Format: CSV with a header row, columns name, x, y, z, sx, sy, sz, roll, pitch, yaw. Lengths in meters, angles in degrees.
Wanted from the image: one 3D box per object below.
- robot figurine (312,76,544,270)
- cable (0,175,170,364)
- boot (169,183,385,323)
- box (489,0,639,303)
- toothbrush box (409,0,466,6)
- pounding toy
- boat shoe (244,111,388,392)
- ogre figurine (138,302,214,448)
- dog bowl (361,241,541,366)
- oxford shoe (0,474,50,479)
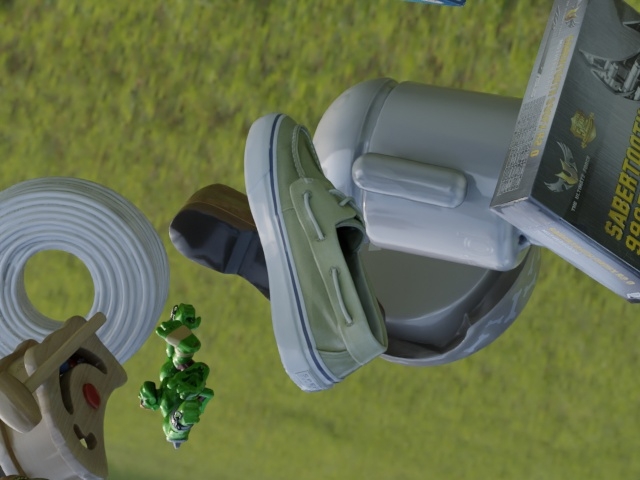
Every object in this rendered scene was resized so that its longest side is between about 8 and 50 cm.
name,x,y,z,sx,sy,sz,roll,pitch,yaw
robot figurine,0.137,-0.080,1.567,0.353,0.200,0.300,11,-174,20
cable,-0.316,0.050,1.627,0.257,0.257,0.089,52,-171,-7
boot,-0.041,0.021,1.753,0.305,0.115,0.112,32,123,-2
box,0.261,-0.087,1.192,0.183,0.231,0.056,32,154,-25
toothbrush box,-0.003,-0.328,1.147,0.295,0.216,0.126,17,-174,41
pounding toy,-0.248,0.167,1.387,0.154,0.154,0.269,-26,-173,13
boat shoe,0.000,0.000,1.274,0.094,0.302,0.109,-22,148,17
ogre figurine,-0.187,0.192,1.794,0.096,0.197,0.118,-8,136,-29
dog bowl,0.148,0.019,1.877,0.348,0.349,0.102,6,154,32
oxford shoe,-0.167,0.371,1.110,0.146,0.397,0.140,-23,168,9
